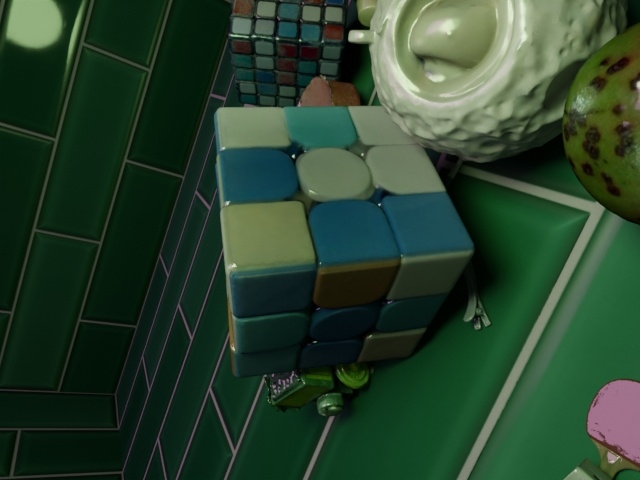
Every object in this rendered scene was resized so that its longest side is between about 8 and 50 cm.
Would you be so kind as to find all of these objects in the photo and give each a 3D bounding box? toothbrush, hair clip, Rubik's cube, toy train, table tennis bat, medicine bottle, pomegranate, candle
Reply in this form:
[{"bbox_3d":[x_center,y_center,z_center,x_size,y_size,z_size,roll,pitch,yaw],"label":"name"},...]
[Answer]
[{"bbox_3d":[0.237,-0.103,0.866,0.275,0.019,0.025,-65,27,17],"label":"toothbrush"},{"bbox_3d":[0.248,0.088,0.752,0.030,0.039,0.115,-35,47,40],"label":"hair clip"},{"bbox_3d":[-0.082,-0.554,1.223,0.292,0.287,0.293,105,169,-70],"label":"Rubik's cube"},{"bbox_3d":[-0.015,0.232,0.969,0.159,0.188,0.271,-44,41,39],"label":"toy train"},{"bbox_3d":[0.357,0.242,0.539,0.087,0.013,0.156,26,98,56],"label":"table tennis bat"},{"bbox_3d":[0.131,-0.681,1.186,0.114,0.114,0.252,-26,56,52],"label":"medicine bottle"},{"bbox_3d":[0.378,-0.155,0.468,0.242,0.242,0.305,-36,40,46],"label":"pomegranate"},{"bbox_3d":[0.012,-0.251,1.197,0.317,0.131,0.287,-51,46,49],"label":"candle"},{"bbox_3d":[0.000,0.000,0.795,0.344,0.347,0.347,99,161,-50],"label":"Rubik's cube"}]

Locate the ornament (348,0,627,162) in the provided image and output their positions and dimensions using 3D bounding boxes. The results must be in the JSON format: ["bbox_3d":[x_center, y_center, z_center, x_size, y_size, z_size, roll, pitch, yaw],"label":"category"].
[{"bbox_3d":[0.243,-0.285,0.650,0.337,0.337,0.337,-30,53,50],"label":"ornament"}]

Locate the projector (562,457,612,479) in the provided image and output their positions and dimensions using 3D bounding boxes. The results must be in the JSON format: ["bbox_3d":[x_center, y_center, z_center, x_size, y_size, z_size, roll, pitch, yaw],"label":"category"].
[{"bbox_3d":[0.304,0.346,0.515,0.115,0.061,0.147,43,114,39],"label":"projector"}]
